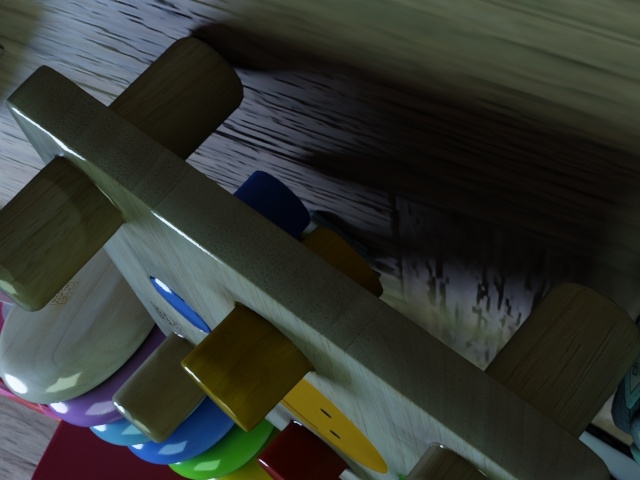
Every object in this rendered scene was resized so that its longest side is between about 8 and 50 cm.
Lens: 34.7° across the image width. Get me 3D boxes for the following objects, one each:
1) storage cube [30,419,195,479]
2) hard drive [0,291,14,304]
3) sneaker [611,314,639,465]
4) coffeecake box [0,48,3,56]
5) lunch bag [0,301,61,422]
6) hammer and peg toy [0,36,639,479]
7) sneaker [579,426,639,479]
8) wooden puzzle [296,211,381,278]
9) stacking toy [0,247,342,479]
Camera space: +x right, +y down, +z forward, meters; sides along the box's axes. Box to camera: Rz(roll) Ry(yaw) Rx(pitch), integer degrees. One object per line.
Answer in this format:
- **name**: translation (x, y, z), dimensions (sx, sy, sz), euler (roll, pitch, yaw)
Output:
- **storage cube**: translation (-0.124, 0.181, 0.937), dimensions (0.215, 0.193, 0.183), euler (25, 162, 1)
- **hard drive**: translation (-0.435, -0.023, 0.961), dimensions (0.319, 0.040, 0.210), euler (23, 173, 6)
- **sneaker**: translation (0.165, 0.065, 0.370), dimensions (0.122, 0.110, 0.283), euler (25, 162, 22)
- **coffeecake box**: translation (-0.272, -0.100, 0.532), dimensions (0.185, 0.068, 0.142), euler (30, 161, -17)
- **lunch bag**: translation (-0.351, 0.139, 1.261), dimensions (0.293, 0.120, 0.258), euler (36, 163, -28)
- **hammer and peg toy**: translation (-0.003, 0.083, 0.491), dimensions (0.266, 0.127, 0.361), euler (35, 163, 21)
- **sneaker**: translation (0.172, 0.202, 0.716), dimensions (0.283, 0.124, 0.107), euler (28, 162, -8)
- **wooden puzzle**: translation (0.000, 0.000, 0.560), dimensions (0.083, 0.006, 0.049), euler (35, 160, -27)
- **stacking toy**: translation (-0.071, 0.134, 0.750), dimensions (0.141, 0.141, 0.330), euler (4, 145, 48)
